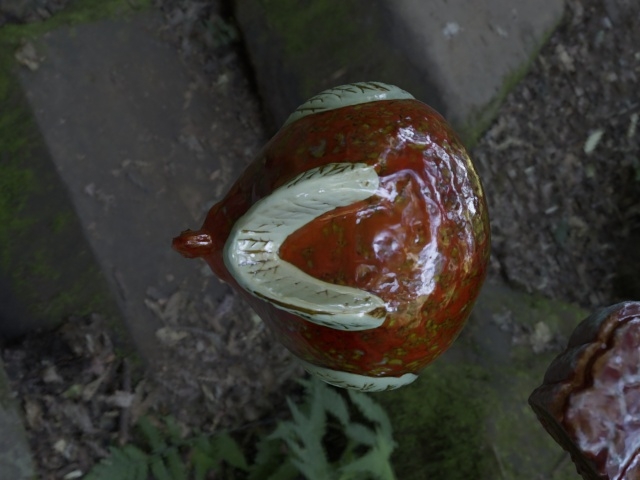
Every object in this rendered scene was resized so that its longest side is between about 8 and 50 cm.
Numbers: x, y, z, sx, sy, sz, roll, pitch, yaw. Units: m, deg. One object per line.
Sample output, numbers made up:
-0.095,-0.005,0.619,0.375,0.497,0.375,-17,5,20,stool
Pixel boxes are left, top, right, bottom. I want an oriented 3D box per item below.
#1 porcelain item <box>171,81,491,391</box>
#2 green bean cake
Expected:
0.000,0.000,0.754,0.253,0.253,0.253,33,42,-37,porcelain item
0.279,0.177,0.778,0.232,0.097,0.198,39,76,5,green bean cake
